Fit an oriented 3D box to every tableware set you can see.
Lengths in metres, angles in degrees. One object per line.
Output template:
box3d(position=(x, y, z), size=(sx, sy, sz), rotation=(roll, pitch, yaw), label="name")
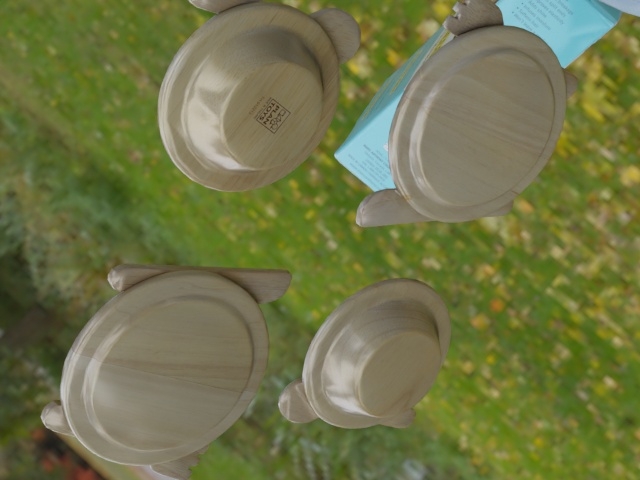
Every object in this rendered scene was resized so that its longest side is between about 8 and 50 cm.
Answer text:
box3d(position=(0.000, 0.000, 0.432), size=(0.141, 0.168, 0.020), rotation=(8, -159, -35), label="tableware set")

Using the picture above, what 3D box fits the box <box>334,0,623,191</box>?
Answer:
box3d(position=(0.110, -0.122, 0.957), size=(0.060, 0.100, 0.244), rotation=(40, 140, -8), label="box")

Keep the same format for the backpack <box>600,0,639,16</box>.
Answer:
box3d(position=(0.074, -0.189, 0.309), size=(0.356, 0.290, 0.273), rotation=(19, 159, 10), label="backpack")
